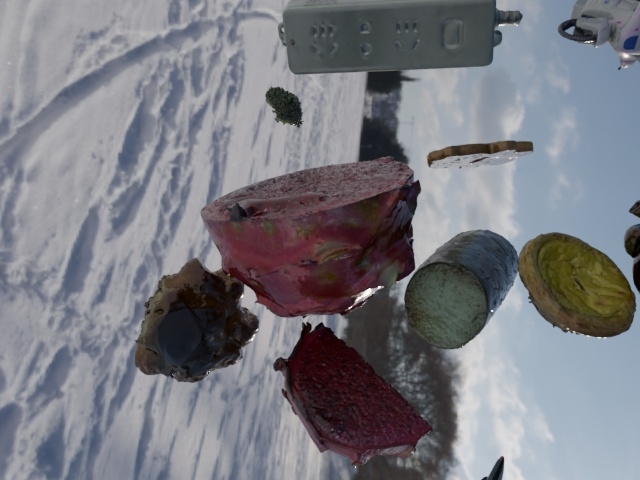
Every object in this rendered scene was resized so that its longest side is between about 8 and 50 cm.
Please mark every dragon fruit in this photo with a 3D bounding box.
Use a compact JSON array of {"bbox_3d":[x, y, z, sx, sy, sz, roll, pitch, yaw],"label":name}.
[{"bbox_3d":[0.000,0.000,1.050,0.371,0.386,0.249,-30,115,-44],"label":"dragon fruit"},{"bbox_3d":[0.018,0.267,0.968,0.161,0.274,0.126,-24,144,-40],"label":"dragon fruit"}]

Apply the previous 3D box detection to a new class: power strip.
[{"bbox_3d":[0.103,-0.288,0.853,0.058,0.338,0.098,-76,163,-56],"label":"power strip"}]

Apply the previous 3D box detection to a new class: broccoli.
[{"bbox_3d":[-0.087,-0.322,1.499,0.092,0.097,0.095,-134,-133,-81],"label":"broccoli"}]

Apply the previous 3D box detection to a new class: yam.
[{"bbox_3d":[0.257,0.077,1.112,0.268,0.161,0.161,-31,128,-59],"label":"yam"}]

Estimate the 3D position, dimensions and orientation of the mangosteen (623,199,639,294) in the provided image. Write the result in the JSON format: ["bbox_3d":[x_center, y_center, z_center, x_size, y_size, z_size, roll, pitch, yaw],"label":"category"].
[{"bbox_3d":[0.533,0.018,0.906,0.200,0.200,0.199,3,90,-88],"label":"mangosteen"}]

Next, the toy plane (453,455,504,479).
[{"bbox_3d":[0.378,0.631,1.471,0.223,0.104,0.326,42,-41,44],"label":"toy plane"}]

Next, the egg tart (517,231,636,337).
[{"bbox_3d":[0.383,0.076,0.944,0.074,0.191,0.191,109,-10,-46],"label":"egg tart"}]

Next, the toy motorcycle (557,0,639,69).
[{"bbox_3d":[0.450,-0.332,0.907,0.221,0.150,0.102,-48,147,-34],"label":"toy motorcycle"}]

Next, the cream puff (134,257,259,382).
[{"bbox_3d":[-0.253,0.171,1.229,0.241,0.269,0.155,58,1,-19],"label":"cream puff"}]

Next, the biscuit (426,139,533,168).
[{"bbox_3d":[0.254,-0.141,1.010,0.133,0.184,0.027,154,-71,-81],"label":"biscuit"}]
